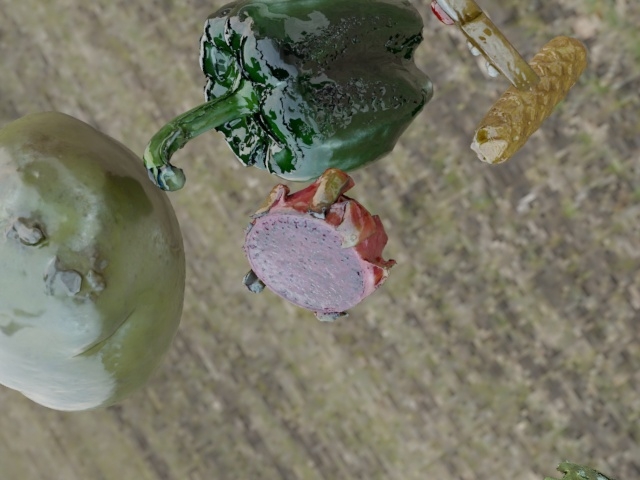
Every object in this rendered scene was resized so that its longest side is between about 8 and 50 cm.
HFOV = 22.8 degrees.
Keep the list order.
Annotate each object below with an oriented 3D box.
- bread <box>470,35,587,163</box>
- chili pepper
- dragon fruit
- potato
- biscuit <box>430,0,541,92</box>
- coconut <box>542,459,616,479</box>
[{"bbox_3d":[0.184,-0.124,1.395,0.044,0.157,0.052,42,151,-1],"label":"bread"},{"bbox_3d":[-0.037,-0.127,1.332,0.174,0.261,0.165,36,135,50],"label":"chili pepper"},{"bbox_3d":[0.004,-0.001,1.171,0.112,0.068,0.126,28,141,7],"label":"dragon fruit"},{"bbox_3d":[-0.233,0.019,1.427,0.326,0.221,0.243,95,167,-63],"label":"potato"},{"bbox_3d":[0.082,-0.182,1.124,0.205,0.031,0.138,46,-170,-11],"label":"biscuit"},{"bbox_3d":[0.294,0.279,1.670,0.133,0.055,0.158,34,-166,16],"label":"coconut"}]
